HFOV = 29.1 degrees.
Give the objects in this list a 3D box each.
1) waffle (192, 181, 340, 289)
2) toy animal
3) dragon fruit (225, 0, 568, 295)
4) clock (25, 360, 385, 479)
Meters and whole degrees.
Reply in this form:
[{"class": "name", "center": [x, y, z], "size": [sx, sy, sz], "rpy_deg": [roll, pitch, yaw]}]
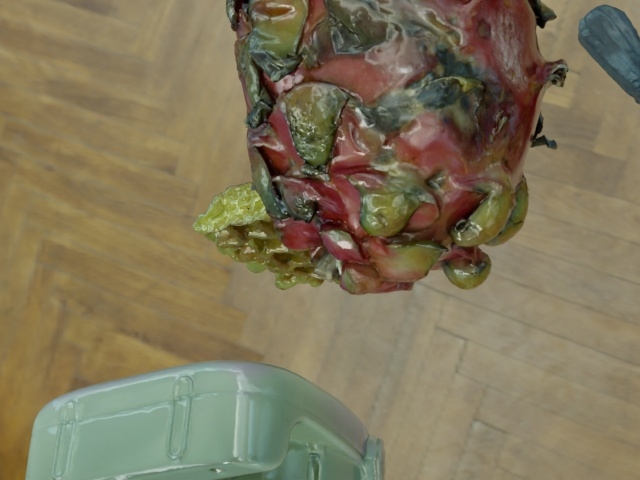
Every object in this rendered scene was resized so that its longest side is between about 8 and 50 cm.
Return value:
[{"class": "waffle", "center": [0.000, 0.001, 1.328], "size": [0.229, 0.219, 0.057], "rpy_deg": [-12, 59, 34]}, {"class": "toy animal", "center": [0.343, -0.078, 1.089], "size": [0.081, 0.205, 0.367], "rpy_deg": [-32, 25, 7]}, {"class": "dragon fruit", "center": [0.062, -0.100, 0.942], "size": [0.269, 0.250, 0.291], "rpy_deg": [-14, 77, 5]}, {"class": "clock", "center": [-0.075, 0.218, 1.107], "size": [0.265, 0.324, 0.108], "rpy_deg": [-17, 55, 29]}]
